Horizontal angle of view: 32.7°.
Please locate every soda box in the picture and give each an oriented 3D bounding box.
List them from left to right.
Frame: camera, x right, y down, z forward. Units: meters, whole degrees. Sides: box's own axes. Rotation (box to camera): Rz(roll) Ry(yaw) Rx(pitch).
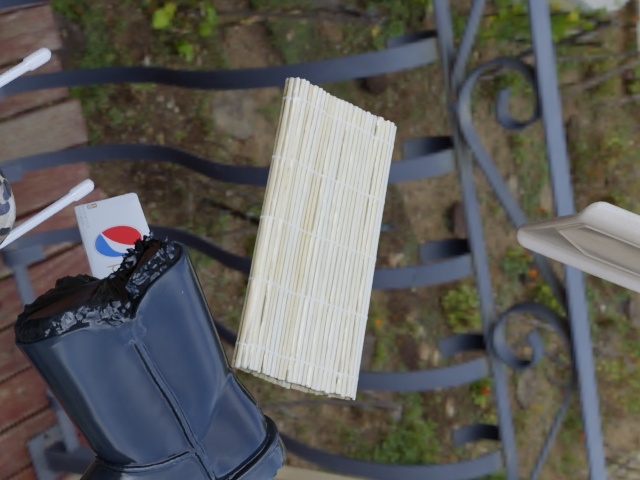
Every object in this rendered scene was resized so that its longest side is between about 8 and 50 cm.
[{"bbox_3d":[-0.188,0.048,1.083,0.069,0.216,0.074,-15,133,-13],"label":"soda box"}]

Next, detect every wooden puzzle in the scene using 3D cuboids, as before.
[{"bbox_3d":[0.387,0.007,1.374,0.221,0.239,0.044,21,79,-8],"label":"wooden puzzle"}]

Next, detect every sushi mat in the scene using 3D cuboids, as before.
[{"bbox_3d":[0.000,0.000,1.142,0.151,0.019,0.316,19,73,-34],"label":"sushi mat"}]

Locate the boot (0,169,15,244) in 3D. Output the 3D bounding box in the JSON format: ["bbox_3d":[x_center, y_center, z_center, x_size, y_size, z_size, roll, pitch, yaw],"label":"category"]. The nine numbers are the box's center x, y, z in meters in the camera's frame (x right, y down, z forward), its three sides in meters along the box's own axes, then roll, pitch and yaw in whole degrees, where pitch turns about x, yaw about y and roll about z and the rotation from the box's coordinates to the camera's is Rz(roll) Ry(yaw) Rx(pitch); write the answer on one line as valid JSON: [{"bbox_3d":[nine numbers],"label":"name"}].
[{"bbox_3d":[-0.410,-0.028,0.672,0.284,0.377,0.138,-13,106,-65],"label":"boot"}]

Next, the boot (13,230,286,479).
[{"bbox_3d":[-0.157,0.135,0.747,0.246,0.094,0.207,-37,119,-19],"label":"boot"}]

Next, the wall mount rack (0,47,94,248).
[{"bbox_3d":[-0.462,-0.091,1.376,0.130,0.304,0.350,-106,-175,-52],"label":"wall mount rack"}]
